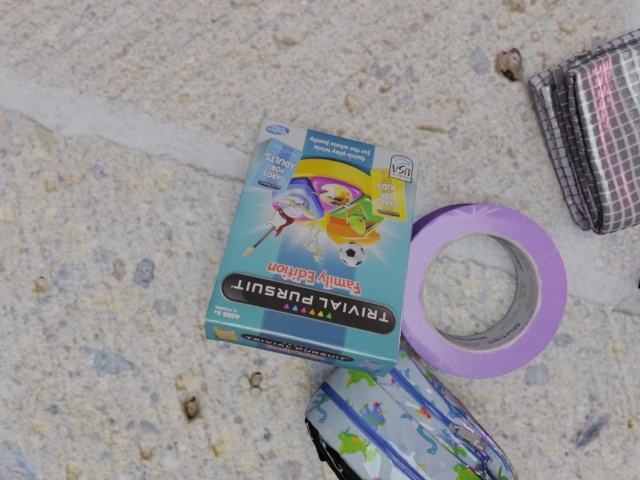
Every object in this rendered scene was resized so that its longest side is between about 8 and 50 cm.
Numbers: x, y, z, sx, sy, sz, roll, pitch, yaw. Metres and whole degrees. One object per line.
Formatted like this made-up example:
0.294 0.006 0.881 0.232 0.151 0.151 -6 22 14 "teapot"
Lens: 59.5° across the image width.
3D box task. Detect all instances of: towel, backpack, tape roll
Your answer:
0.490 -0.175 0.872 0.234 0.121 0.284 -21 99 1 "towel"
0.139 0.327 0.848 0.355 0.290 0.274 29 85 2 "backpack"
0.247 0.077 0.908 0.274 0.090 0.275 0 95 -3 "tape roll"

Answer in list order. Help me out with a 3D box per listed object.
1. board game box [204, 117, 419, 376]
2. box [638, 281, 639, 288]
0.000 0.000 0.813 0.253 0.079 0.336 13 61 -3 "board game box"
0.641 0.099 0.877 0.190 0.184 0.045 16 93 -3 "box"
